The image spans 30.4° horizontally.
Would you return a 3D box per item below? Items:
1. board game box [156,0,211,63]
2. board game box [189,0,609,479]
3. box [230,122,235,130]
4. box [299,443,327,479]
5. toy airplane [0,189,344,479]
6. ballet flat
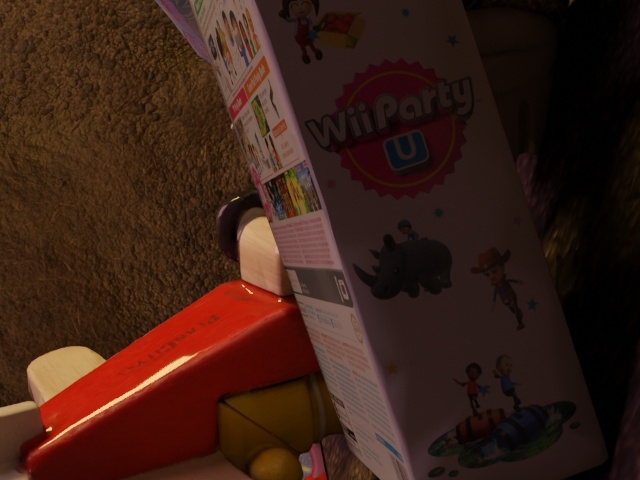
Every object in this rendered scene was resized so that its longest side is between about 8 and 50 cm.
[{"bbox_3d":[-0.080,-0.388,1.235,0.318,0.066,0.318,-49,-36,-5],"label":"board game box"},{"bbox_3d":[0.024,-0.030,0.614,0.224,0.098,0.303,178,72,-81],"label":"board game box"},{"bbox_3d":[-0.028,-0.226,1.760,0.290,0.169,0.087,126,159,-72],"label":"box"},{"bbox_3d":[-0.100,0.215,1.191,0.293,0.201,0.057,-108,33,-78],"label":"box"},{"bbox_3d":[-0.107,0.168,0.880,0.386,0.384,0.272,-72,-37,-57],"label":"toy airplane"},{"bbox_3d":[0.083,-0.100,0.835,0.483,0.164,0.182,111,152,-72],"label":"ballet flat"}]
